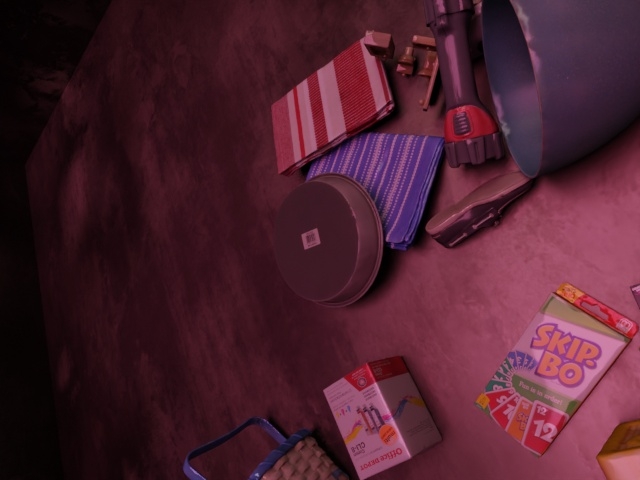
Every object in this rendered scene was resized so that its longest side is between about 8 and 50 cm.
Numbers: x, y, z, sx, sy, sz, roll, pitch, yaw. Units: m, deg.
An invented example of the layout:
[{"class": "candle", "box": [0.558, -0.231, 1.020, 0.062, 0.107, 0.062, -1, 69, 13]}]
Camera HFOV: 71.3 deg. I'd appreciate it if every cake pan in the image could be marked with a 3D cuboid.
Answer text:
[{"class": "cake pan", "box": [0.000, 0.000, 0.952, 0.293, 0.054, 0.293, 2, 93, 43]}]

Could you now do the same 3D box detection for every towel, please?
[{"class": "towel", "box": [0.016, -0.318, 1.062, 0.329, 0.037, 0.237, -26, 58, 31]}, {"class": "towel", "box": [0.090, -0.126, 0.969, 0.336, 0.040, 0.243, 16, 83, 40]}]

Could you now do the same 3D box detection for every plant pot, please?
[{"class": "plant pot", "box": [0.371, -0.256, 0.645, 0.195, 0.290, 0.290, -14, 74, 14]}]

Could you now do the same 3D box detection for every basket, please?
[{"class": "basket", "box": [-0.112, 0.504, 0.941, 0.289, 0.255, 0.201, 33, 108, 26]}]

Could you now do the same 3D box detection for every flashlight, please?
[{"class": "flashlight", "box": [0.247, -0.285, 0.777, 0.103, 0.103, 0.304, -150, 47, -76]}]

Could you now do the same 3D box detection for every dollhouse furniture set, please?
[{"class": "dollhouse furniture set", "box": [0.157, -0.335, 0.898, 0.151, 0.144, 0.123, 14, 104, 10]}]

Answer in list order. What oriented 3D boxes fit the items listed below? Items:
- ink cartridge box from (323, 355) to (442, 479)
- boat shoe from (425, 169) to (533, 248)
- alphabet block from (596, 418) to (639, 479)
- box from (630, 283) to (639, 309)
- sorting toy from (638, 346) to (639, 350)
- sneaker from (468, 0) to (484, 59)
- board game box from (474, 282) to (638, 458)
[{"class": "ink cartridge box", "box": [0.117, 0.334, 0.851, 0.128, 0.127, 0.176, -41, 61, 28]}, {"class": "boat shoe", "box": [0.294, -0.054, 0.812, 0.206, 0.075, 0.065, -33, 107, 27]}, {"class": "alphabet block", "box": [0.474, 0.307, 0.510, 0.192, 0.193, 0.197, -32, 65, 31]}, {"class": "box", "box": [0.484, 0.095, 0.621, 0.062, 0.052, 0.083, -26, 68, 34]}, {"class": "sorting toy", "box": [0.499, 0.169, 0.625, 0.083, 0.012, 0.062, 44, 117, 32]}, {"class": "sneaker", "box": [0.343, -0.380, 0.777, 0.271, 0.100, 0.108, -24, 75, 36]}, {"class": "board game box", "box": [0.371, 0.205, 0.717, 0.124, 0.039, 0.259, 38, 106, 36]}]
